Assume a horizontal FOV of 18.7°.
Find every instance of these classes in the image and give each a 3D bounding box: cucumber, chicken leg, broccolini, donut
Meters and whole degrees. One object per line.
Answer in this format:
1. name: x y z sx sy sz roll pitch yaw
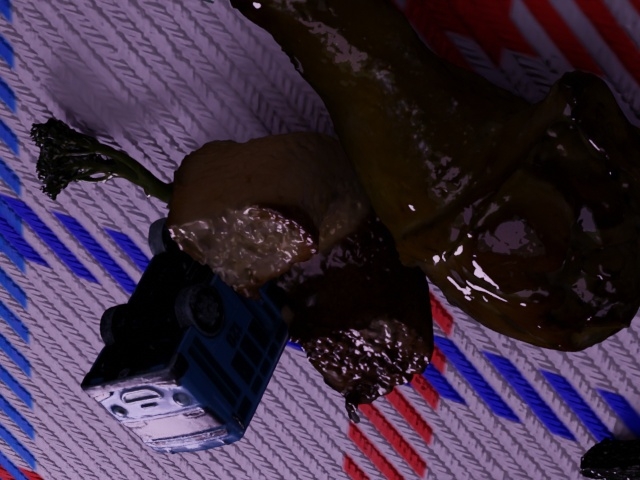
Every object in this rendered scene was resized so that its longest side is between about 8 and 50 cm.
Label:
1. cucumber: 0.246 0.152 1.343 0.134 0.034 0.033 -6 124 31
2. chicken leg: 0.081 -0.066 1.135 0.211 0.140 0.361 -11 130 45
3. broccolini: -0.122 -0.041 1.306 0.194 0.052 0.054 20 117 37
4. donut: -0.002 -0.001 1.246 0.085 0.141 0.217 -21 137 28

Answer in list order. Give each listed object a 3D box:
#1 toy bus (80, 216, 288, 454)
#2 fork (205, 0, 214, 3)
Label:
1. toy bus: -0.074 0.053 1.300 0.090 0.185 0.106 -12 128 36
2. fork: -0.171 -0.194 1.229 0.235 0.021 0.039 16 133 15
